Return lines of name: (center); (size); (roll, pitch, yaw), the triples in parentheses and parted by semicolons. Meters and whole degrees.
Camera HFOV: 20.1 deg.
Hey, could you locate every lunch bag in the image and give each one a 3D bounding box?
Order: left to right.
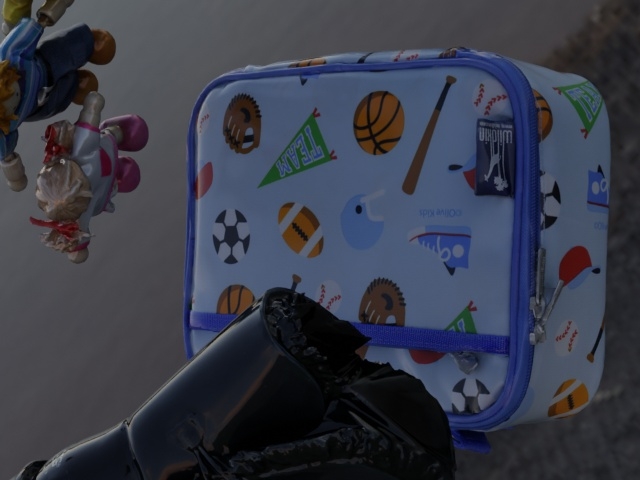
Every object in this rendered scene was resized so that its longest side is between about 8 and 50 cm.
lunch bag: (0.044, 0.006, 1.131); (0.303, 0.115, 0.243); (3, 89, 43)

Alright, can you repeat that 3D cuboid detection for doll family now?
doll family: (-0.164, -0.123, 1.079); (0.163, 0.118, 0.263); (-46, -30, -74)

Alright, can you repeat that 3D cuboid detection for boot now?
boot: (-0.014, 0.161, 0.871); (0.207, 0.246, 0.094); (-33, 14, 23)
